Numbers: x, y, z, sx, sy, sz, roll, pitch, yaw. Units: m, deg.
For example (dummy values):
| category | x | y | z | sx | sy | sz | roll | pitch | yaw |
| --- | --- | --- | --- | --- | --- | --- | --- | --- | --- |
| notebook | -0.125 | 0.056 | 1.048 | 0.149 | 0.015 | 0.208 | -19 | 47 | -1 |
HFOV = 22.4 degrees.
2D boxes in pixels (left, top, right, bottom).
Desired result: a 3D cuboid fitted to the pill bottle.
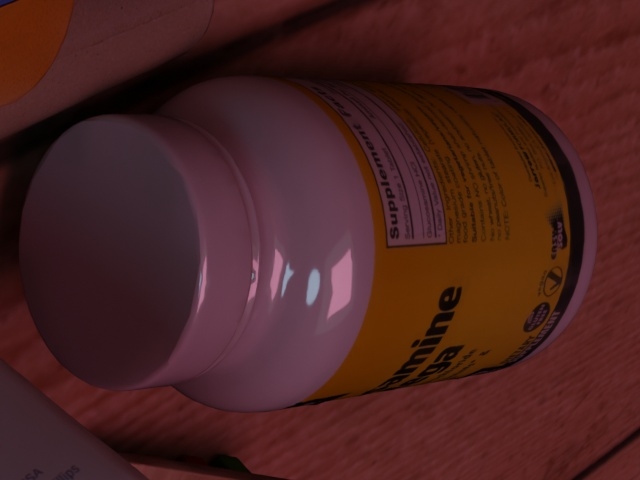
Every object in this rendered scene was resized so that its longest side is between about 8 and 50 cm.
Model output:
| category | x | y | z | sx | sy | sz | roll | pitch | yaw |
| --- | --- | --- | --- | --- | --- | --- | --- | --- | --- |
| pill bottle | 0.000 | 0.000 | 0.938 | 0.334 | 0.188 | 0.188 | -4 | 117 | -48 |

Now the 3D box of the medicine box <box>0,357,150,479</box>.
| category | x | y | z | sx | sy | sz | roll | pitch | yaw |
| --- | --- | --- | --- | --- | --- | --- | --- | --- | --- |
| medicine box | -0.176 | 0.162 | 0.754 | 0.149 | 0.289 | 0.263 | -41 | 140 | -20 |

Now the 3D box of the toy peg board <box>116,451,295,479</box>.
| category | x | y | z | sx | sy | sz | roll | pitch | yaw |
| --- | --- | --- | --- | --- | --- | --- | --- | --- | --- |
| toy peg board | -0.110 | 0.209 | 1.066 | 0.161 | 0.079 | 0.161 | 16 | 102 | -37 |

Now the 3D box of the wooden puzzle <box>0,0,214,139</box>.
| category | x | y | z | sx | sy | sz | roll | pitch | yaw |
| --- | --- | --- | --- | --- | --- | --- | --- | --- | --- |
| wooden puzzle | -0.112 | -0.190 | 0.698 | 0.322 | 0.081 | 0.347 | -37 | 142 | -54 |
